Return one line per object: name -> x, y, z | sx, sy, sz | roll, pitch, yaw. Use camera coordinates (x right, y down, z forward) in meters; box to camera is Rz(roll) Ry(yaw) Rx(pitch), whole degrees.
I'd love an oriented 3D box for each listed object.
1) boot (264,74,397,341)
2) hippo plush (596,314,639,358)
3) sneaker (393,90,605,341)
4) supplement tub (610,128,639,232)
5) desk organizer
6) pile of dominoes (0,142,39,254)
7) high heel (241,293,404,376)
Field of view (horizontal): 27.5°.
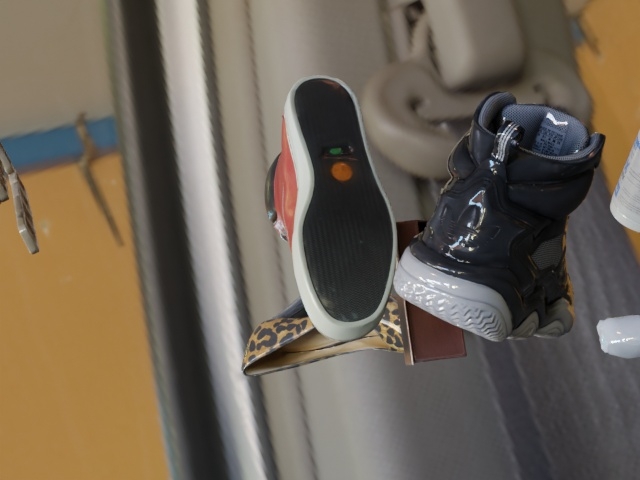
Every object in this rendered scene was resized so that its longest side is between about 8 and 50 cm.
boot -> 0.000, 0.000, 1.174 | 0.088, 0.244, 0.176 | 0, -29, -14
hippo plush -> 0.310, -0.024, 0.535 | 0.294, 0.234, 0.236 | -33, 23, 36
sneaker -> 0.146, -0.016, 0.913 | 0.153, 0.101, 0.268 | -67, -20, 9
supplement tub -> 0.355, -0.068, 1.382 | 0.071, 0.071, 0.107 | -15, -44, -32
desk organizer -> 0.096, 0.045, 1.183 | 0.050, 0.130, 0.047 | -7, -5, -4
pile of dominoes -> -0.328, -0.092, 1.215 | 0.040, 0.196, 0.251 | -27, 21, -7
high heel -> 0.018, 0.142, 1.682 | 0.186, 0.093, 0.261 | -43, 33, -17
